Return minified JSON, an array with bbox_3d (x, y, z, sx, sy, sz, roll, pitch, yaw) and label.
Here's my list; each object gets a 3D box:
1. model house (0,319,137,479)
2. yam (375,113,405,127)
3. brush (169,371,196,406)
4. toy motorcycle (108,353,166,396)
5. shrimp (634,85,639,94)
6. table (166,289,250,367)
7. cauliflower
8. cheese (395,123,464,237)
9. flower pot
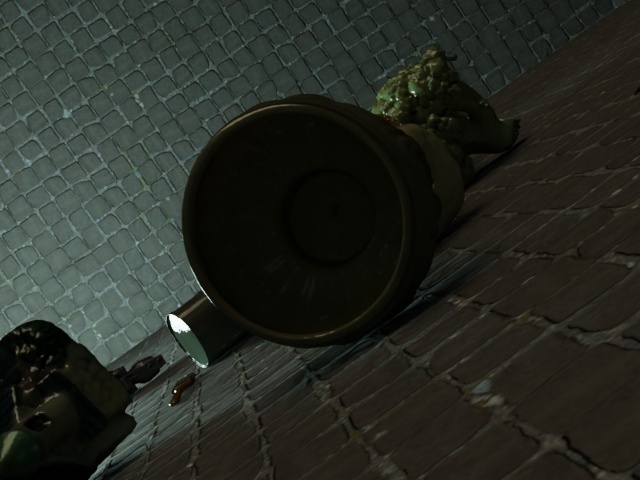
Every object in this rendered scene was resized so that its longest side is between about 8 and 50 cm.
[{"bbox_3d":[-0.462,0.309,1.344,0.298,0.243,0.284,-45,4,26],"label":"model house"},{"bbox_3d":[0.097,-0.098,1.594,0.128,0.238,0.129,-5,37,3],"label":"yam"},{"bbox_3d":[-0.246,0.264,1.640,0.043,0.014,0.170,-33,6,3],"label":"brush"},{"bbox_3d":[-0.441,0.317,2.110,0.215,0.080,0.122,-33,2,-34],"label":"toy motorcycle"},{"bbox_3d":[0.465,-0.207,1.162,0.152,0.046,0.219,-33,1,16],"label":"shrimp"},{"bbox_3d":[-0.170,0.129,1.789,0.220,0.126,0.126,-37,5,-27],"label":"table"},{"bbox_3d":[0.230,-0.209,1.800,0.281,0.327,0.260,12,41,16],"label":"cauliflower"},{"bbox_3d":[0.108,-0.057,1.396,0.248,0.174,0.251,-44,4,-1],"label":"cheese"},{"bbox_3d":[0.003,-0.029,1.156,0.307,0.307,0.244,-33,-4,16],"label":"flower pot"}]
